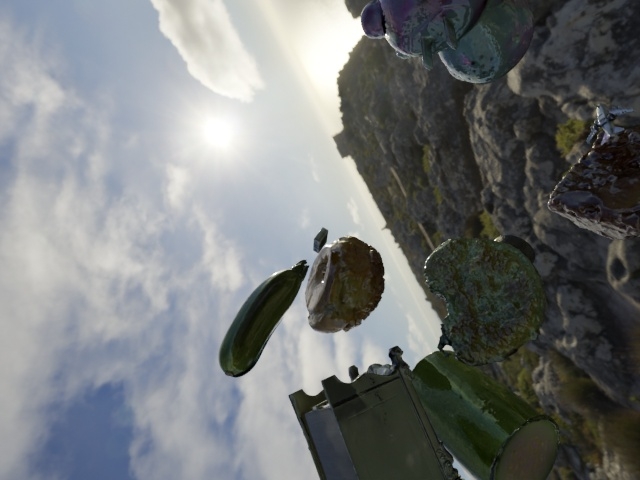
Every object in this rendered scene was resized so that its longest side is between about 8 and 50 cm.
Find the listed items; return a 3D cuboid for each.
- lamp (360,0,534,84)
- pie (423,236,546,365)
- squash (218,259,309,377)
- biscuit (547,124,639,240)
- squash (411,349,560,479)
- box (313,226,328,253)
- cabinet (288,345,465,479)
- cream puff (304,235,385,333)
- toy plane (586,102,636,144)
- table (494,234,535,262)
[{"bbox_3d":[0.246,-0.403,0.782,0.301,0.247,0.247,18,-116,-32],"label":"lamp"},{"bbox_3d":[0.417,0.135,1.092,0.078,0.297,0.370,44,-149,-42],"label":"pie"},{"bbox_3d":[-0.122,0.149,0.924,0.094,0.095,0.340,59,-137,-26],"label":"squash"},{"bbox_3d":[1.038,-0.199,1.422,0.166,0.395,0.343,40,179,-33],"label":"biscuit"},{"bbox_3d":[0.457,0.522,1.218,0.263,0.263,0.384,59,168,-23],"label":"squash"},{"bbox_3d":[0.000,0.000,1.320,0.024,0.054,0.083,33,156,13],"label":"box"},{"bbox_3d":[0.112,0.458,0.992,0.317,0.228,0.290,66,153,18],"label":"cabinet"},{"bbox_3d":[0.091,0.160,1.432,0.231,0.327,0.342,19,-125,-16],"label":"cream puff"},{"bbox_3d":[0.958,-0.404,1.404,0.066,0.162,0.171,14,-123,-21],"label":"toy plane"},{"bbox_3d":[0.607,0.048,1.333,0.134,0.043,0.133,32,148,24],"label":"table"}]
